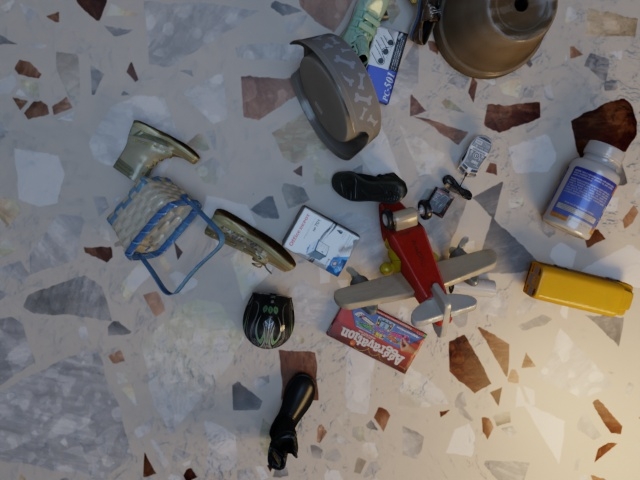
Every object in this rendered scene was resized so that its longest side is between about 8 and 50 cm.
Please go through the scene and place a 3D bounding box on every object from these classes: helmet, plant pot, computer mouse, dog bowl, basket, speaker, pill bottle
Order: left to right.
[{"bbox_3d":[-0.425,-0.026,1.768,0.255,0.201,0.289,-43,76,18],"label":"basket"},{"bbox_3d":[-0.153,0.240,1.877,0.169,0.169,0.161,8,81,-5],"label":"helmet"},{"bbox_3d":[0.040,-0.392,1.709,0.102,0.349,0.349,-29,100,-13],"label":"dog bowl"},{"bbox_3d":[0.451,-0.226,1.906,0.106,0.042,0.193,28,101,-3],"label":"computer mouse"},{"bbox_3d":[0.468,0.143,1.954,0.136,0.055,0.055,5,98,-6],"label":"speaker"},{"bbox_3d":[0.499,-0.615,1.731,0.323,0.280,0.323,-1,99,-5],"label":"plant pot"},{"bbox_3d":[0.787,-0.152,1.884,0.152,0.152,0.272,26,96,-7],"label":"pill bottle"}]

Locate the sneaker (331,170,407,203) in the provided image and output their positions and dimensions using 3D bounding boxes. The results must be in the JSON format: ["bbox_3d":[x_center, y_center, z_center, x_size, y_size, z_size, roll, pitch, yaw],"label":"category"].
[{"bbox_3d":[0.151,-0.160,1.878,0.227,0.130,0.087,9,104,22],"label":"sneaker"}]

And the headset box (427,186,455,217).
[{"bbox_3d":[0.360,-0.119,1.918,0.062,0.032,0.083,30,97,-8],"label":"headset box"}]

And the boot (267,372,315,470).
[{"bbox_3d":[-0.083,0.538,1.895,0.094,0.207,0.246,26,95,-7],"label":"boot"}]

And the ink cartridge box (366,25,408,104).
[{"bbox_3d":[0.177,-0.507,1.840,0.097,0.046,0.207,14,97,-5],"label":"ink cartridge box"}]

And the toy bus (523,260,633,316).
[{"bbox_3d":[0.797,0.151,1.941,0.333,0.130,0.108,14,97,-6],"label":"toy bus"}]

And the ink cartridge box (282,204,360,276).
[{"bbox_3d":[0.000,0.000,1.885,0.191,0.082,0.139,28,95,-9],"label":"ink cartridge box"}]

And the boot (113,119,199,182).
[{"bbox_3d":[-0.469,-0.227,1.819,0.213,0.077,0.165,27,95,-3],"label":"boot"}]

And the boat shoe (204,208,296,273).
[{"bbox_3d":[-0.203,0.015,1.868,0.285,0.104,0.089,34,99,2],"label":"boat shoe"}]

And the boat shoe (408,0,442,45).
[{"bbox_3d":[0.308,-0.638,1.783,0.066,0.066,0.183,-14,137,-32],"label":"boat shoe"}]

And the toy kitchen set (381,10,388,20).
[{"bbox_3d":[0.151,-0.676,1.805,0.075,0.083,0.068,-8,58,-3],"label":"toy kitchen set"}]

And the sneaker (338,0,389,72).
[{"bbox_3d":[0.130,-0.565,1.741,0.094,0.151,0.256,16,122,-35],"label":"sneaker"}]

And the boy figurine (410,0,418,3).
[{"bbox_3d":[0.289,-0.809,1.774,0.177,0.092,0.285,2,100,15],"label":"boy figurine"}]

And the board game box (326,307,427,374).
[{"bbox_3d":[0.174,0.291,1.968,0.281,0.027,0.145,27,97,-8],"label":"board game box"}]

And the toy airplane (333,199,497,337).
[{"bbox_3d":[0.278,0.105,1.827,0.386,0.272,0.384,26,64,6],"label":"toy airplane"}]
